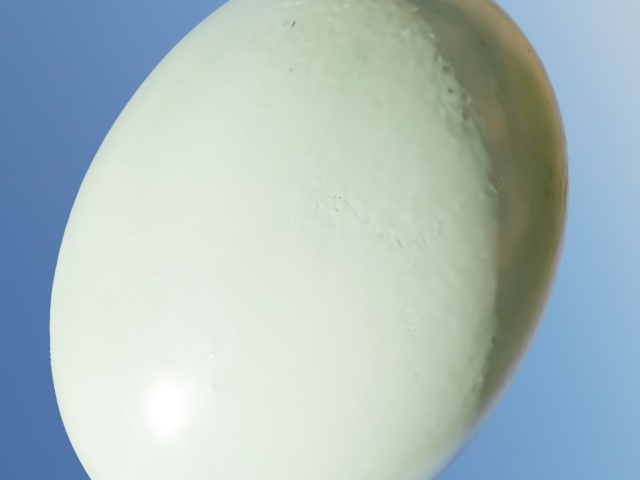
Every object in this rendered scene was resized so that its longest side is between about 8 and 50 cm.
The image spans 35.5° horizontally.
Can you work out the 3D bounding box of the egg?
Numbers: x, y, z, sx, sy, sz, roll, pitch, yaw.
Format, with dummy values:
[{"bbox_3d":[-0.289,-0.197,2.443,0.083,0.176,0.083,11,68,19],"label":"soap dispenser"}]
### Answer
[{"bbox_3d":[0.000,0.000,0.438,0.203,0.203,0.283,48,-123,-34],"label":"egg"}]
